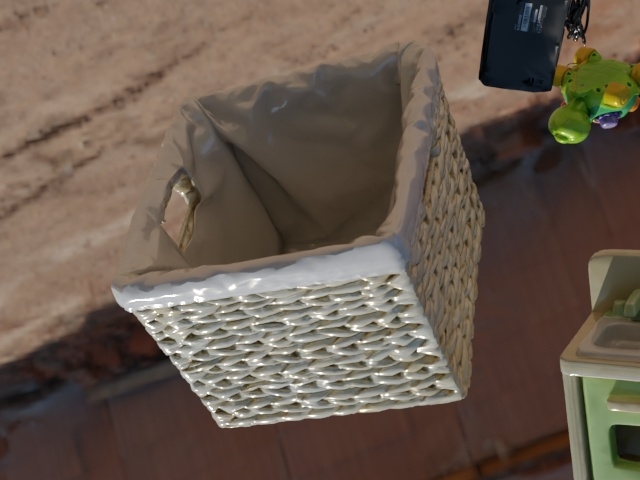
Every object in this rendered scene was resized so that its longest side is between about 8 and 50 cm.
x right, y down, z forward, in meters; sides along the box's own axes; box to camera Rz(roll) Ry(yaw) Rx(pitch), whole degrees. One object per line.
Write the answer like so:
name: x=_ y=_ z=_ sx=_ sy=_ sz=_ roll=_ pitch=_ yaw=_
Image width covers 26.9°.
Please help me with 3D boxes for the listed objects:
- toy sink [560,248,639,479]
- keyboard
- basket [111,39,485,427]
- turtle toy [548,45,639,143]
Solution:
toy sink: x=0.330 y=0.142 z=1.322 sx=0.153 sy=0.234 sz=0.131 roll=3 pitch=-158 yaw=29
keyboard: x=0.207 y=-0.217 z=1.252 sx=0.100 sy=0.038 sz=0.192 roll=10 pitch=141 yaw=6
basket: x=0.000 y=0.000 z=1.491 sx=0.331 sy=0.328 sz=0.266 roll=-11 pitch=131 yaw=23
turtle toy: x=0.290 y=-0.151 z=1.427 sx=0.130 sy=0.095 sz=0.066 roll=-36 pitch=135 yaw=-33
